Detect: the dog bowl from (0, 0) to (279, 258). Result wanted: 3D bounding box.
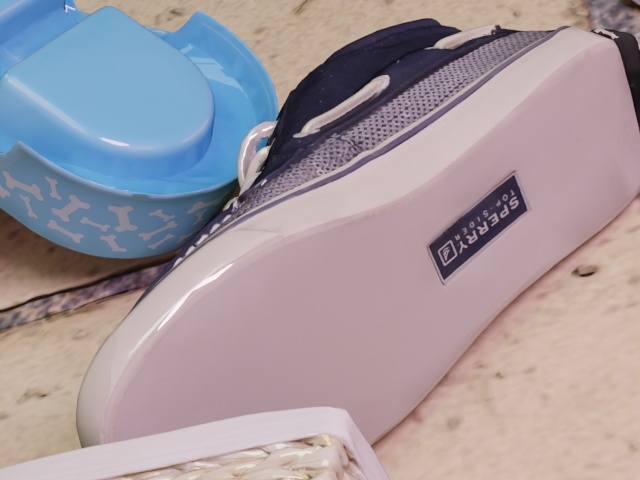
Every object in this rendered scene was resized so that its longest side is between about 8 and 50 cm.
[{"bbox_3d":[-0.166,-0.099,0.984,0.297,0.074,0.166,34,44,12],"label":"dog bowl"}]

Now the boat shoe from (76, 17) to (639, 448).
[{"bbox_3d":[0.000,0.000,0.847,0.340,0.127,0.158,-32,29,-28],"label":"boat shoe"}]

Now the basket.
[{"bbox_3d":[-0.051,0.149,0.689,0.167,0.113,0.103,-12,41,18],"label":"basket"}]

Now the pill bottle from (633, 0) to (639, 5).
[{"bbox_3d":[0.220,-0.186,0.988,0.120,0.067,0.067,-38,37,-17],"label":"pill bottle"}]
